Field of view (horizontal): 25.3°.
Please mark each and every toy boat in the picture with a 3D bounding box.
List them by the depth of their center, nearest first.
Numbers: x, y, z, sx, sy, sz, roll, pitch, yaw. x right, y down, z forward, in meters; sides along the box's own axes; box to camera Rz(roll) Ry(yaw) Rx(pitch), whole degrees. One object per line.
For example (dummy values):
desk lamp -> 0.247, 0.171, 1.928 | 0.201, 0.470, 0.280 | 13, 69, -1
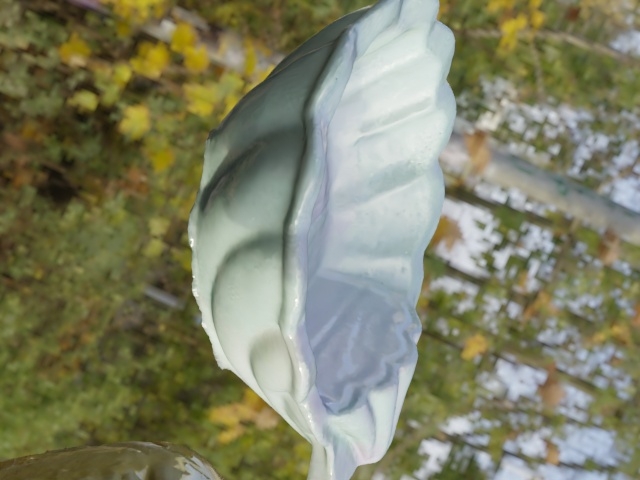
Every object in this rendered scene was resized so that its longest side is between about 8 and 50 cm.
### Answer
toy boat -> 0.000, 0.000, 0.770 | 0.199, 0.100, 0.290 | -43, 140, -50

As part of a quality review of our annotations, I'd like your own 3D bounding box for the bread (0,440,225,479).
bread -> -0.133, 0.168, 0.576 | 0.236, 0.140, 0.106 | -21, -161, 9
